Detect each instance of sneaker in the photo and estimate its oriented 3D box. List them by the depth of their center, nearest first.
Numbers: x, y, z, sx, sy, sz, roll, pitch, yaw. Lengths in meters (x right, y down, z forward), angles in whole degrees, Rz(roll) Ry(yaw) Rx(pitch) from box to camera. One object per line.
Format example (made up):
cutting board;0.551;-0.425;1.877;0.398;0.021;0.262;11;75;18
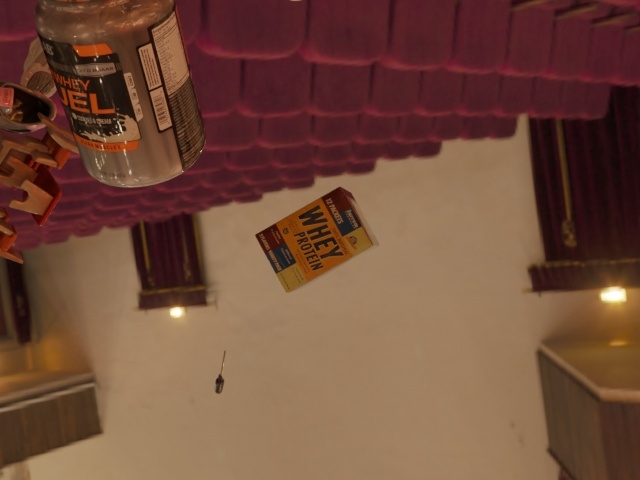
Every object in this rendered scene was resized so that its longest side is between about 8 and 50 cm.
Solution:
sneaker;-0.654;-0.280;1.573;0.131;0.112;0.319;1;177;41
sneaker;-0.551;-0.409;1.720;0.232;0.115;0.090;-42;140;16

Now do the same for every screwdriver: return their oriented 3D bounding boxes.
screwdriver;-0.245;0.319;2.020;0.025;0.170;0.024;9;-136;1

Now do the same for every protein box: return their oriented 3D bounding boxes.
protein box;0.000;0.000;1.714;0.200;0.136;0.201;-29;176;7

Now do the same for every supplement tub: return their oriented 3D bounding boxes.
supplement tub;-0.284;-0.250;1.179;0.194;0.316;0.193;-5;-141;4

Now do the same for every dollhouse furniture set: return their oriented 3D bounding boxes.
dollhouse furniture set;-0.568;-0.114;1.643;0.135;0.262;0.259;29;-171;-41
